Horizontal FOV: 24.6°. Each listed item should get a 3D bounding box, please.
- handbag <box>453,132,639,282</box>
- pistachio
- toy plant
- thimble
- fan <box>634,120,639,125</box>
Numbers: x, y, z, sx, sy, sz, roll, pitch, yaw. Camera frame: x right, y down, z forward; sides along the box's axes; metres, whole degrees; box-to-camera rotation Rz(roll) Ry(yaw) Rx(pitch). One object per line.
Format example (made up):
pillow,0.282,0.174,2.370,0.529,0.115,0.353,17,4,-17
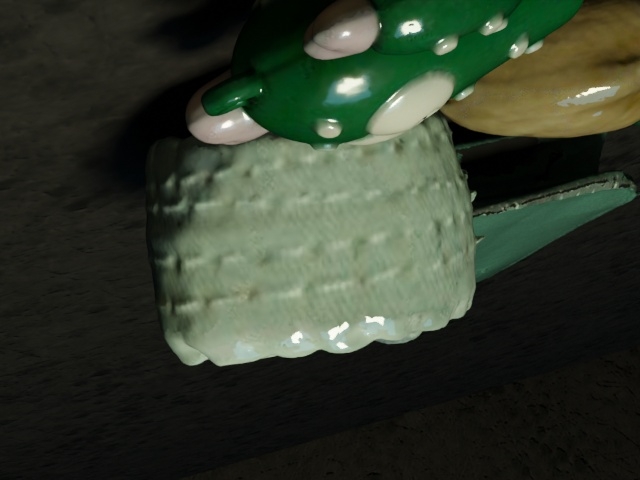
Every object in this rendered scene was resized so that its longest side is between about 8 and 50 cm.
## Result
handbag,0.111,-0.020,1.329,0.268,0.100,0.274,-14,165,-30
pistachio,0.166,-0.127,1.018,0.185,0.126,0.108,-14,122,0
toy plant,0.036,-0.118,0.857,0.232,0.113,0.243,-26,179,44
thimble,0.000,0.000,1.036,0.250,0.172,0.205,-7,-178,-32
fan,0.264,-0.125,1.237,0.082,0.039,0.155,-24,164,18
